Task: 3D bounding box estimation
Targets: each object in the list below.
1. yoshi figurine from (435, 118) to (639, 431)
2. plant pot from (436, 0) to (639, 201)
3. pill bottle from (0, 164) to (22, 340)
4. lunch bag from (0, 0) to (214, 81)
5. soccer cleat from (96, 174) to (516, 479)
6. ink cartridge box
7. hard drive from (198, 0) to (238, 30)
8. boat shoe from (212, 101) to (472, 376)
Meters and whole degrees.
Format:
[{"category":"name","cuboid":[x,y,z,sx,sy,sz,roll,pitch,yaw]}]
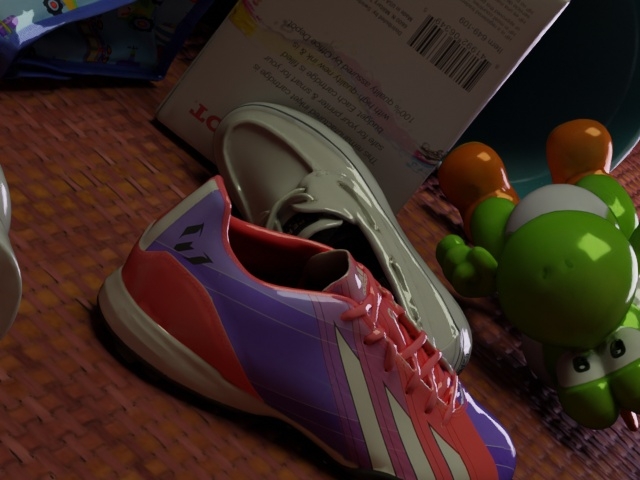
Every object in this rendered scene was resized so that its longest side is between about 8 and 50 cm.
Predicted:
[{"category":"yoshi figurine","cuboid":[0.201,0.002,1.644,0.203,0.203,0.362,24,24,-19]},{"category":"plant pot","cuboid":[0.159,-0.199,1.948,0.272,0.271,0.255,28,6,-29]},{"category":"pill bottle","cuboid":[-0.227,-0.035,1.008,0.121,0.121,0.221,24,23,-37]},{"category":"lunch bag","cuboid":[-0.230,-0.221,1.457,0.221,0.138,0.293,45,27,12]},{"category":"soccer cleat","cuboid":[0.019,0.071,1.230,0.318,0.116,0.108,29,21,-28]},{"category":"ink cartridge box","cuboid":[0.042,-0.154,1.562,0.198,0.270,0.197,39,17,-1]},{"category":"hard drive","cuboid":[-0.071,-0.223,1.738,0.255,0.054,0.172,24,-10,-38]},{"category":"boat shoe","cuboid":[0.000,0.000,1.414,0.267,0.096,0.088,56,19,21]}]
